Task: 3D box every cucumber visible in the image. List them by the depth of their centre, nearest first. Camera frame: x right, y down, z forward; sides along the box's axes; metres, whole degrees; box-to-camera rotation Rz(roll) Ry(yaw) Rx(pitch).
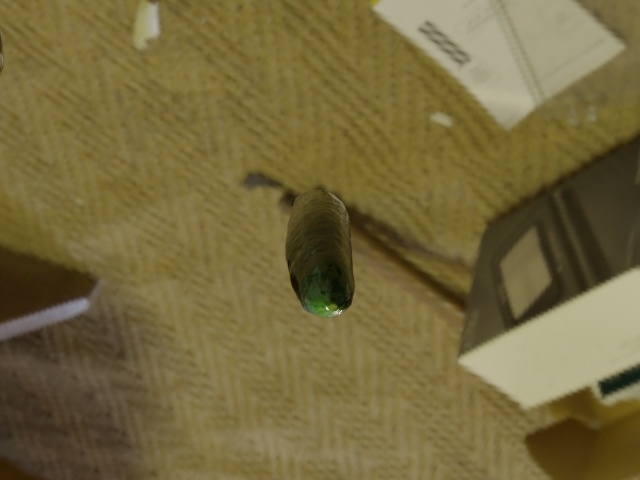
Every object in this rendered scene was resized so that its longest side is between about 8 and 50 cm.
[{"bbox_3d":[0.000,0.000,1.069,0.056,0.284,0.056,-1,105,-3],"label":"cucumber"}]

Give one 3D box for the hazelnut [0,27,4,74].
[{"bbox_3d":[-0.244,-0.104,0.717,0.161,0.201,0.170,-2,145,-21],"label":"hazelnut"}]
